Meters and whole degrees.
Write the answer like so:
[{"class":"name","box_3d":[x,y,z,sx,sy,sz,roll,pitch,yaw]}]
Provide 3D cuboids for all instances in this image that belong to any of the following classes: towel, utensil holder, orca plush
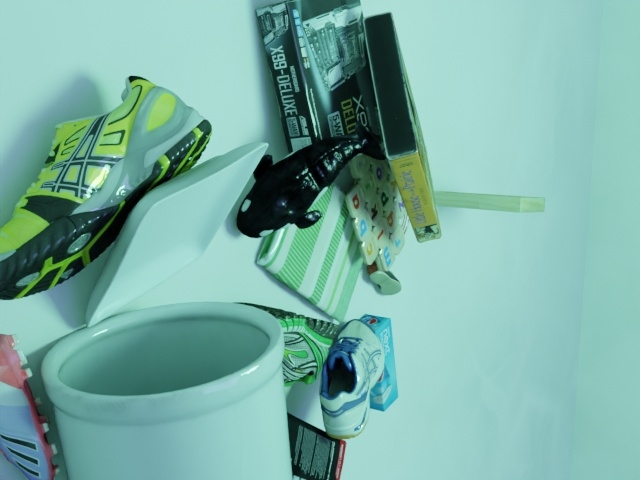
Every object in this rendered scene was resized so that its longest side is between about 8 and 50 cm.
[{"class":"towel","box_3d":[0.000,0.000,1.729,0.325,0.038,0.247,40,64,-53]},{"class":"utensil holder","box_3d":[-0.198,0.322,1.225,0.328,0.328,0.385,-27,118,-51]},{"class":"orca plush","box_3d":[-0.019,-0.092,1.484,0.102,0.287,0.151,-120,-172,-75]}]

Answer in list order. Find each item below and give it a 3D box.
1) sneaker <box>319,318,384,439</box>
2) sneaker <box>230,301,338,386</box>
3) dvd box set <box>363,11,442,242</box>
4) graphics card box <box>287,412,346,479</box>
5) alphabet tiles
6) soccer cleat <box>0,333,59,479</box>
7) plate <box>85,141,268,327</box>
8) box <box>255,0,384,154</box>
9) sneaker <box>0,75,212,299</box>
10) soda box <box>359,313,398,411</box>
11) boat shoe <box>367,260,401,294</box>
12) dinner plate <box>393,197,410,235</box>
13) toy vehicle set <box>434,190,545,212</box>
[{"class":"sneaker","box_3d":[0.063,0.252,1.739,0.296,0.112,0.131,-80,159,-49]},{"class":"sneaker","box_3d":[-0.078,0.198,1.560,0.344,0.134,0.146,24,77,-56]},{"class":"dvd box set","box_3d":[0.170,-0.208,1.714,0.420,0.062,0.307,58,23,-65]},{"class":"graphics card box","box_3d":[-0.087,0.447,1.614,0.371,0.094,0.232,41,56,-53]},{"class":"alphabet tiles","box_3d":[0.124,-0.083,1.861,0.278,0.021,0.284,-53,133,-51]},{"class":"soccer cleat","box_3d":[-0.413,0.233,1.130,0.095,0.083,0.248,-17,122,-18]},{"class":"plate","box_3d":[-0.220,-0.020,1.261,0.278,0.045,0.277,-38,168,-50]},{"class":"box","box_3d":[0.011,-0.303,1.610,0.242,0.077,0.307,-30,112,-50]},{"class":"sneaker","box_3d":[-0.326,-0.071,1.158,0.385,0.147,0.145,-44,175,-26]},{"class":"soda box","box_3d":[0.124,0.277,1.940,0.071,0.067,0.210,-34,123,-49]},{"class":"boat shoe","box_3d":[0.145,0.085,1.956,0.137,0.049,0.043,40,24,-52]},{"class":"dinner plate","box_3d":[0.172,-0.061,1.990,0.141,0.017,0.141,-15,108,-54]},{"class":"toy vehicle set","box_3d":[0.392,-0.096,2.088,0.166,0.267,0.035,-4,98,-55]}]
